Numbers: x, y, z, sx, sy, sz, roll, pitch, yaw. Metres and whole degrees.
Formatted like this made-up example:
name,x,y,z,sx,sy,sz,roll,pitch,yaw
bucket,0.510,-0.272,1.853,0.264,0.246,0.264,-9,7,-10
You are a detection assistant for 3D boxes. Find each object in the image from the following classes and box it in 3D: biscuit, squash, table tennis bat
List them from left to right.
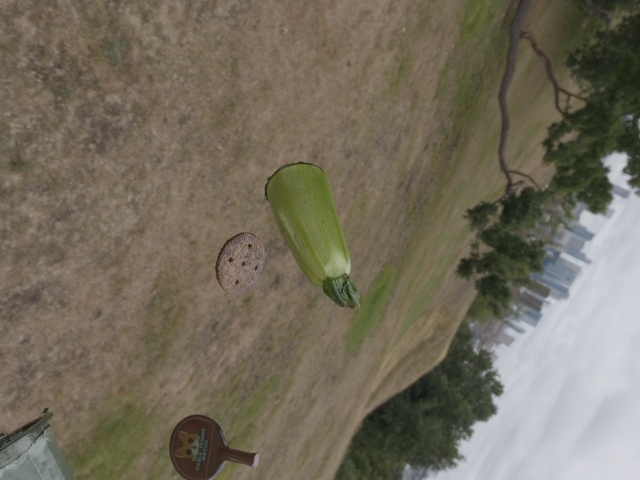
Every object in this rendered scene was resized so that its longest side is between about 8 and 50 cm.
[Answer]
name,x,y,z,sx,sy,sz,roll,pitch,yaw
table tennis bat,-0.162,0.358,0.903,0.119,0.170,0.107,25,69,-66
biscuit,-0.229,0.068,1.508,0.188,0.027,0.187,-25,123,-47
squash,0.000,0.000,0.669,0.094,0.224,0.094,-14,140,-12

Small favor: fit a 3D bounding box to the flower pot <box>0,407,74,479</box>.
name,x,y,z,sx,sy,sz,roll,pitch,yaw
flower pot,-0.801,0.640,1.385,0.290,0.259,0.290,-27,-176,2
